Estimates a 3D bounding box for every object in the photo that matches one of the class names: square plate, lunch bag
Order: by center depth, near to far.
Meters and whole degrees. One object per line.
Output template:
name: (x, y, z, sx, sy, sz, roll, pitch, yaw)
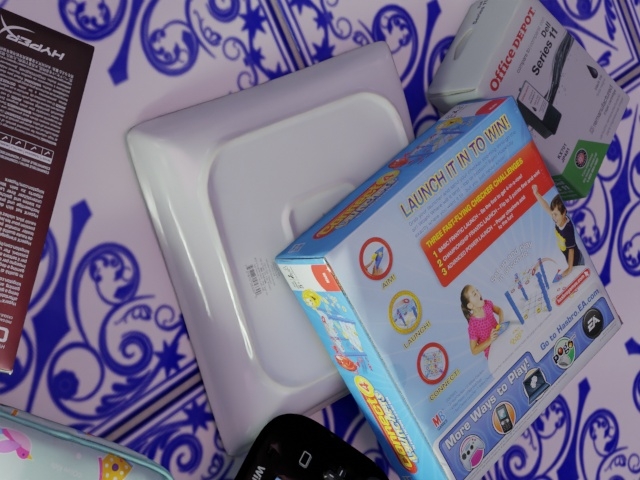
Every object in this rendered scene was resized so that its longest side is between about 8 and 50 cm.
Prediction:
lunch bag: (-0.261, 0.265, 1.175, 0.279, 0.108, 0.224, 28, 73, -33)
square plate: (0.000, 0.000, 1.414, 0.344, 0.049, 0.347, -24, 103, -35)

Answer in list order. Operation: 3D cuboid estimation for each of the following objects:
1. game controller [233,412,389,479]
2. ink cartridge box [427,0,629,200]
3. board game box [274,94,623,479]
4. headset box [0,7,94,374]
game controller: (-0.047, 0.327, 1.306, 0.166, 0.067, 0.319, 41, 60, -24)
ink cartridge box: (0.241, -0.164, 1.573, 0.208, 0.087, 0.153, 39, 66, -28)
board game box: (0.145, 0.056, 1.436, 0.308, 0.086, 0.302, -40, 111, -30)
headset box: (-0.305, -0.022, 1.083, 0.110, 0.218, 0.293, 20, 76, -34)
